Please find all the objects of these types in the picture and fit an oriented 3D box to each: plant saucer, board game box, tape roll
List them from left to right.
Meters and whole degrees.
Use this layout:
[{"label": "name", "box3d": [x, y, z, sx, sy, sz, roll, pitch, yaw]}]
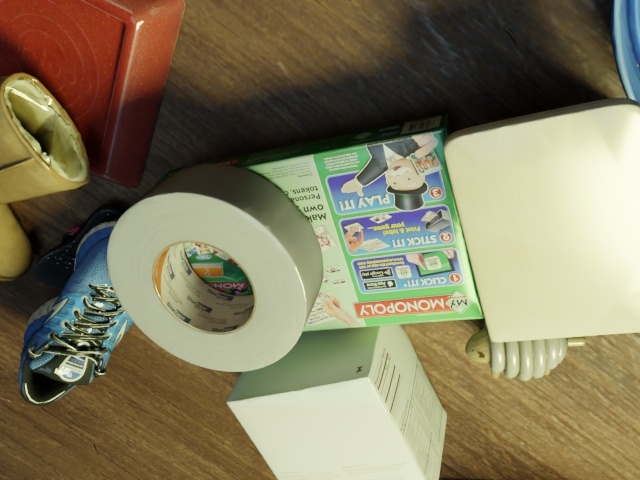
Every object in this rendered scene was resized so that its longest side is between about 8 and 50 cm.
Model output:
[{"label": "plant saucer", "box3d": [-0.304, -0.204, 0.683, 0.258, 0.048, 0.259, 27, 126, 0]}, {"label": "tape roll", "box3d": [-0.110, 0.033, 0.645, 0.219, 0.072, 0.219, 7, 121, 12]}, {"label": "board game box", "box3d": [0.000, 0.000, 0.662, 0.317, 0.046, 0.214, -7, 118, 21]}]

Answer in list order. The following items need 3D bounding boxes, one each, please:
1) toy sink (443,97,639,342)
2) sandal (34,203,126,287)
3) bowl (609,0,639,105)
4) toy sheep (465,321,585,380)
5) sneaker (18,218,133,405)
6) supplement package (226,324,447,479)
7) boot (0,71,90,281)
[{"label": "toy sink", "box3d": [0.217, -0.036, 0.576, 0.152, 0.131, 0.234, -9, 123, 22]}, {"label": "sandal", "box3d": [-0.316, 0.006, 0.823, 0.179, 0.040, 0.067, -36, 126, 22]}, {"label": "bowl", "box3d": [0.418, -0.205, 0.439, 0.390, 0.077, 0.391, 8, 123, 12]}, {"label": "toy sheep", "box3d": [0.233, 0.119, 0.698, 0.132, 0.091, 0.091, -9, 119, 6]}, {"label": "sneaker", "box3d": [-0.291, 0.108, 0.789, 0.129, 0.147, 0.330, 27, 123, -28]}, {"label": "supplement package", "box3d": [0.030, 0.212, 0.776, 0.194, 0.149, 0.203, -16, 115, 25]}, {"label": "boot", "box3d": [-0.373, -0.055, 0.735, 0.269, 0.089, 0.236, -10, 128, 32]}]
